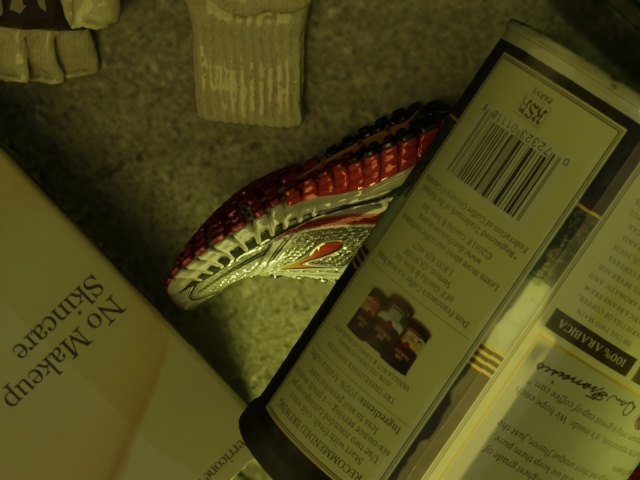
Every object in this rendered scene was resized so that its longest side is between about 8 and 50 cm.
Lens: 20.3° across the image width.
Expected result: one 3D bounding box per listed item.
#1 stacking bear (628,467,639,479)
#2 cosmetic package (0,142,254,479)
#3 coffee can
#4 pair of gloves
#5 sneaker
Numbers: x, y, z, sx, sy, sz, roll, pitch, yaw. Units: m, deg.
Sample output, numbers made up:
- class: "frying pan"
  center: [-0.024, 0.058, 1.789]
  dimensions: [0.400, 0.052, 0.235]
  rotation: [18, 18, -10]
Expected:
- class: "stacking bear"
  center: [0.155, 0.266, 1.084]
  dimensions: [0.175, 0.289, 0.164]
  rotation: [7, 115, 12]
- class: "cosmetic package"
  center: [-0.194, 0.064, 1.159]
  dimensions: [0.160, 0.113, 0.309]
  rotation: [-45, 97, -5]
- class: "coffee can"
  center: [0.112, 0.046, 0.998]
  dimensions: [0.201, 0.201, 0.275]
  rotation: [34, 97, -1]
- class: "pair of gloves"
  center: [-0.112, -0.176, 1.099]
  dimensions: [0.240, 0.042, 0.204]
  rotation: [13, 116, 9]
- class: "sneaker"
  center: [0.000, 0.000, 1.122]
  dimensions: [0.225, 0.088, 0.093]
  rotation: [-23, 107, 24]
